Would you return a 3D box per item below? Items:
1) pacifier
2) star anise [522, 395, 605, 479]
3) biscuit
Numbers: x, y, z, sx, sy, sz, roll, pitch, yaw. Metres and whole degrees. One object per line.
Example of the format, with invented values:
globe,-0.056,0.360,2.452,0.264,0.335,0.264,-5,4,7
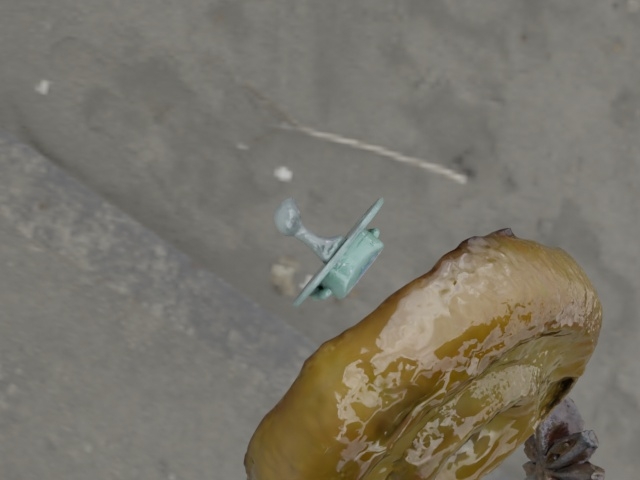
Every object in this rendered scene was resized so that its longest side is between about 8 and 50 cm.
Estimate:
pacifier,0.000,0.000,1.753,0.116,0.127,0.150,38,83,1
star anise,0.258,0.239,1.746,0.065,0.195,0.182,-5,137,-9
biscuit,0.084,0.121,1.203,0.296,0.102,0.296,-30,155,-16
